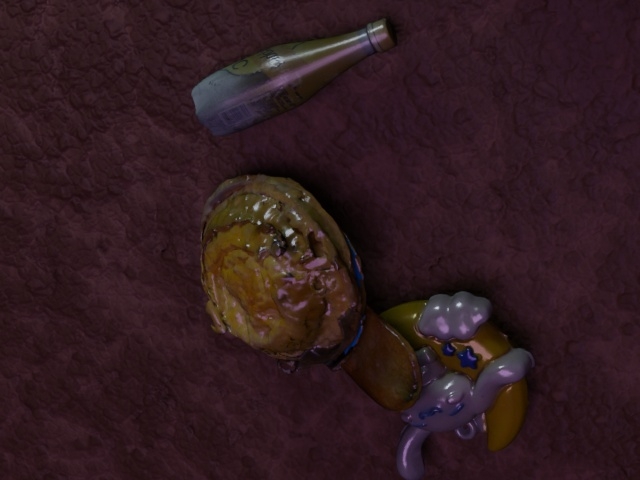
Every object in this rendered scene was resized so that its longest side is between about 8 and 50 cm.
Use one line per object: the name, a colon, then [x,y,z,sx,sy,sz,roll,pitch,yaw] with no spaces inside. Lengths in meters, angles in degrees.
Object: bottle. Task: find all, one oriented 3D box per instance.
bottle: [-0.031,-0.209,1.620,0.270,0.083,0.083,-21,106,19]

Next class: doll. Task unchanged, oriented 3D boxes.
doll: [0.164,0.187,1.717,0.252,0.111,0.237,-24,103,28]

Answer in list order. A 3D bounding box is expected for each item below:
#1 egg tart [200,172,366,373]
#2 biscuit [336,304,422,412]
egg tart: [-0.068,0.057,1.688,0.291,0.107,0.290,20,121,36]
biscuit: [0.046,0.126,1.710,0.247,0.029,0.118,43,131,31]
